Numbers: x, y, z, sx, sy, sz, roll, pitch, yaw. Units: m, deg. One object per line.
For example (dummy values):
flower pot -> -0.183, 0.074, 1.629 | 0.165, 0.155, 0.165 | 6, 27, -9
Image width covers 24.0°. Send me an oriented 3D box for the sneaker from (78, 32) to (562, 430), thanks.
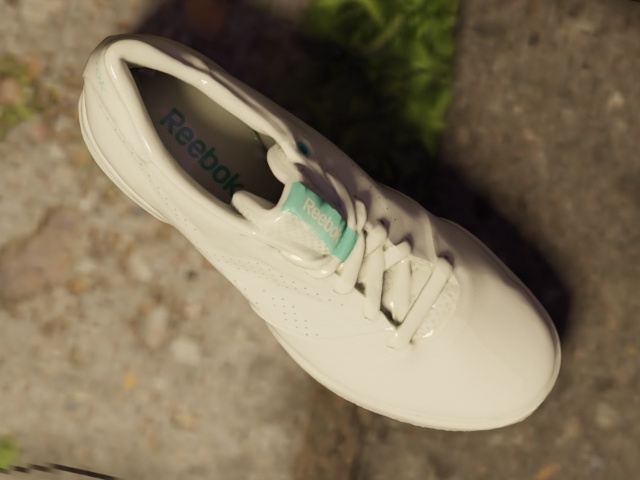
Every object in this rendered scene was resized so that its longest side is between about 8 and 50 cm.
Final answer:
sneaker -> 0.000, 0.000, 0.542 | 0.212, 0.094, 0.080 | 35, 82, -3
